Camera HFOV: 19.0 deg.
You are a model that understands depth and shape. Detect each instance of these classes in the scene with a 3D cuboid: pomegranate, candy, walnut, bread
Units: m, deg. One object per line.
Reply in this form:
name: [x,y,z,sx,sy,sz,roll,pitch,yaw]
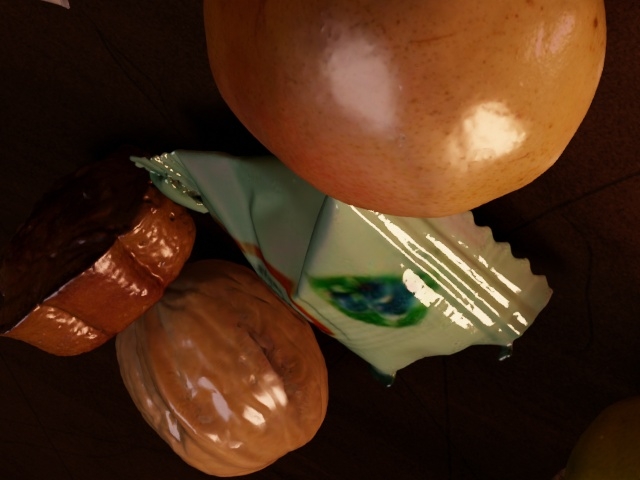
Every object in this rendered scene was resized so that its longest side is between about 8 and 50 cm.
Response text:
pomegranate: [0.066,-0.159,1.399,0.319,0.319,0.319,27,152,16]
candy: [0.003,-0.006,1.877,0.263,0.172,0.398,46,164,-31]
walnut: [-0.113,0.141,2.162,0.261,0.225,0.225,48,151,-13]
bread: [-0.248,0.003,2.080,0.247,0.232,0.135,-38,124,18]

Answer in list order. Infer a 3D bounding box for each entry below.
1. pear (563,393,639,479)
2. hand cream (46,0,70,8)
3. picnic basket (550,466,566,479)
pear: [0.364,0.267,1.752,0.294,0.294,0.294,27,152,16]
hand cream: [-0.339,-0.286,1.921,0.186,0.054,0.087,16,143,22]
picnic basket: [0.322,0.356,2.085,0.154,0.134,0.196,10,144,43]
